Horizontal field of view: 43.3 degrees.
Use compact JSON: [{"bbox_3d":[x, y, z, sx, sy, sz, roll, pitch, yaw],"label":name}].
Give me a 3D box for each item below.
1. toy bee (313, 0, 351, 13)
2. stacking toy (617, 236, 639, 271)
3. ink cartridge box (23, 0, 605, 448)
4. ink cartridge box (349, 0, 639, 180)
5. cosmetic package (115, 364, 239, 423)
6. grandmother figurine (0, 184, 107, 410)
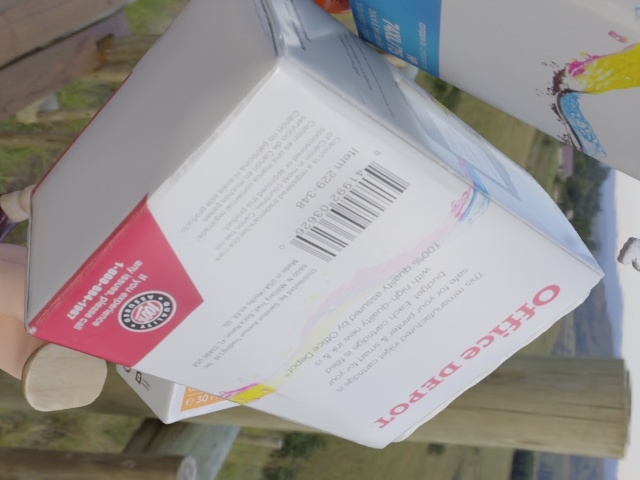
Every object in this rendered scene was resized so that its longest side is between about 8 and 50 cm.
[{"bbox_3d":[-0.037,-0.289,0.568,0.162,0.195,0.298,-35,91,-39],"label":"toy bee"},{"bbox_3d":[0.438,-0.037,0.913,0.221,0.052,0.167,-61,-174,8],"label":"stacking toy"},{"bbox_3d":[0.000,0.000,0.532,0.306,0.226,0.131,28,30,-40],"label":"ink cartridge box"},{"bbox_3d":[0.174,-0.156,0.399,0.198,0.270,0.197,-60,171,-2],"label":"ink cartridge box"},{"bbox_3d":[-0.134,0.024,1.200,0.230,0.161,0.454,-5,118,-43],"label":"cosmetic package"},{"bbox_3d":[-0.313,0.037,0.728,0.208,0.342,0.104,-61,141,-24],"label":"grandmother figurine"}]
